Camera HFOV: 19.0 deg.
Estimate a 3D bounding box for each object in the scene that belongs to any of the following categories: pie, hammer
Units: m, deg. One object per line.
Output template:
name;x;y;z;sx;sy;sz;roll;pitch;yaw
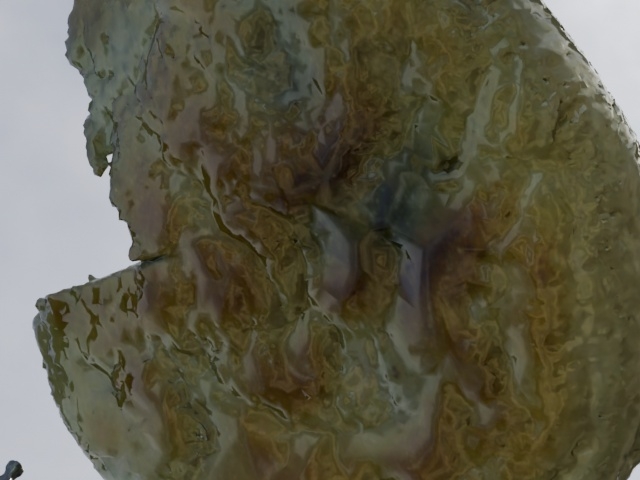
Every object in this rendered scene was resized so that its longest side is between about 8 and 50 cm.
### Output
pie;0.000;0.000;0.802;0.075;0.337;0.337;-26;-32;-54
hammer;-0.239;0.249;1.777;0.062;0.182;0.017;-52;-42;-36
